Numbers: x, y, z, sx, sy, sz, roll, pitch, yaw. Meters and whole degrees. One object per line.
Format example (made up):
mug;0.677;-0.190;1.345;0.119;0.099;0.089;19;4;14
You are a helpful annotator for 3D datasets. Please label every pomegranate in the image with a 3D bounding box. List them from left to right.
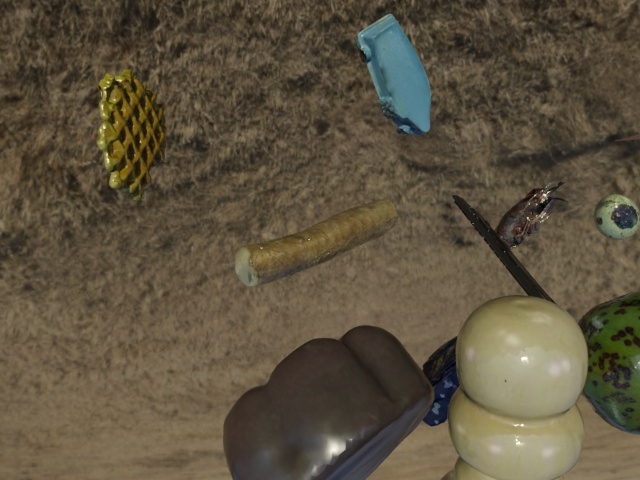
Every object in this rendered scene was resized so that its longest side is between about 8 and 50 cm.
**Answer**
pomegranate;0.558;0.208;1.018;0.254;0.255;0.270;2;-177;-11

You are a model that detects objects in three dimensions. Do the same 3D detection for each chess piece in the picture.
chess piece;0.191;0.200;0.561;0.166;0.167;0.300;-1;106;-6

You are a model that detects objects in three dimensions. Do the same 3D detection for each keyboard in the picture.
keyboard;0.254;0.031;0.756;0.017;0.251;0.087;-44;134;17

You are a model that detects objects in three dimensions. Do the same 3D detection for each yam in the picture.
yam;0.000;0.000;0.970;0.356;0.081;0.081;-19;166;-42

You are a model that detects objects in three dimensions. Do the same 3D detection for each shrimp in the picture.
shrimp;0.381;-0.046;1.050;0.073;0.075;0.190;4;135;-26

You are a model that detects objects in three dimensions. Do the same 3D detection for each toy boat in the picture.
toy boat;0.141;-0.297;1.081;0.109;0.098;0.238;-34;117;-7

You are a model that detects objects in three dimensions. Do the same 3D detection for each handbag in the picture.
handbag;0.297;0.283;1.242;0.113;0.162;0.260;42;124;6

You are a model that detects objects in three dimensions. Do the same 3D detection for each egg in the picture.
egg;0.602;-0.049;1.167;0.085;0.085;0.110;-16;136;20

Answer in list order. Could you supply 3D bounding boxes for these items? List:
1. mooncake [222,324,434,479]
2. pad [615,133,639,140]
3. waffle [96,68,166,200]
mooncake;0.008;0.206;0.631;0.244;0.133;0.245;-27;149;-18
pad;0.435;-0.132;0.674;0.113;0.006;0.187;5;-164;45
waffle;-0.404;-0.227;1.251;0.051;0.291;0.291;-2;151;12
